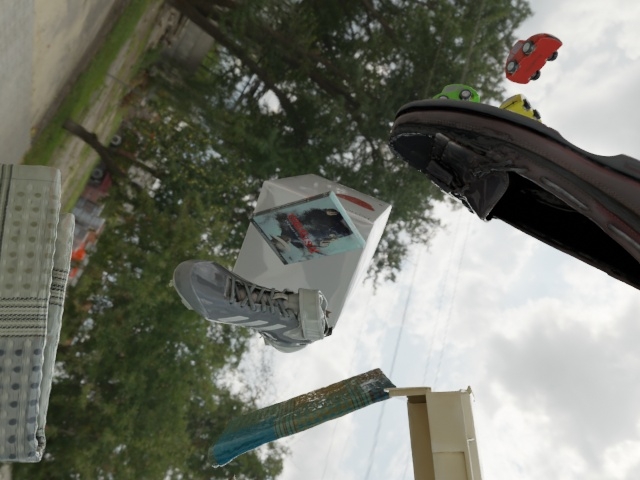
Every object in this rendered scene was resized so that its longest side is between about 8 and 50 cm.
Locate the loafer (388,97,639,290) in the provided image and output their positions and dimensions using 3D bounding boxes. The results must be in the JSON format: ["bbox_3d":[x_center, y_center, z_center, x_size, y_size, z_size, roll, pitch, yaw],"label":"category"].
[{"bbox_3d":[0.193,-0.048,0.494,0.095,0.303,0.109,-59,158,-16],"label":"loafer"}]

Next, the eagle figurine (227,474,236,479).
[{"bbox_3d":[-0.098,0.573,0.929,0.225,0.298,0.226,-28,147,-49],"label":"eagle figurine"}]

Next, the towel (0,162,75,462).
[{"bbox_3d":[-0.437,0.065,0.548,0.056,0.313,0.323,131,-40,-74],"label":"towel"}]

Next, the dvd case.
[{"bbox_3d":[-0.017,-0.012,0.636,0.120,0.087,0.013,-12,-141,31],"label":"dvd case"}]

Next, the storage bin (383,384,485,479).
[{"bbox_3d":[0.182,0.358,0.776,0.123,0.260,0.262,-8,-111,16],"label":"storage bin"}]

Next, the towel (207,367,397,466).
[{"bbox_3d":[-0.030,0.353,1.080,0.371,0.040,0.271,-19,174,-2],"label":"towel"}]

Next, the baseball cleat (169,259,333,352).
[{"bbox_3d":[-0.063,0.066,0.596,0.110,0.206,0.072,-24,-129,28],"label":"baseball cleat"}]

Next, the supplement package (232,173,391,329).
[{"bbox_3d":[0.000,0.000,0.887,0.293,0.178,0.175,-38,150,-75],"label":"supplement package"}]

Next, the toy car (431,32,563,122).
[{"bbox_3d":[0.300,-0.269,0.954,0.225,0.239,0.053,-11,-121,7],"label":"toy car"}]
